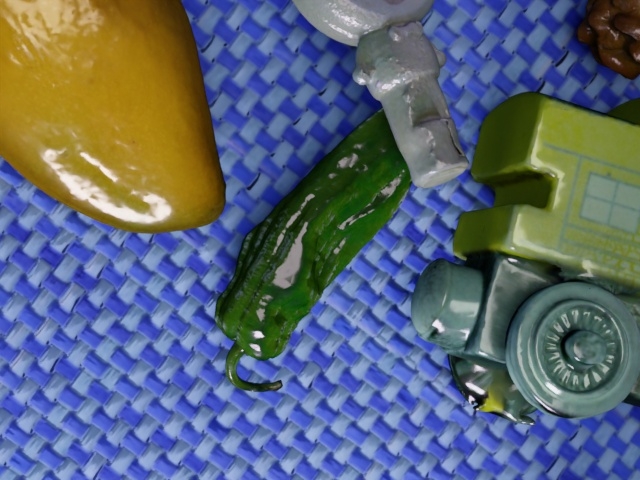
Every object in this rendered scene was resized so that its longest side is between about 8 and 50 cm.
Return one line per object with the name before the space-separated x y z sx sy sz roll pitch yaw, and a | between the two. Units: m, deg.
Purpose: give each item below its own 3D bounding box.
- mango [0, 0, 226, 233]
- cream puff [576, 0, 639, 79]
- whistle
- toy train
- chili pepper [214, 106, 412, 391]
mango | -0.176 -0.130 1.258 0.176 0.119 0.317 -36 110 -10
cream puff | 0.267 -0.173 1.354 0.122 0.116 0.094 -33 108 18
whistle | 0.046 -0.163 1.300 0.126 0.067 0.258 -15 78 -31
toy train | 0.294 0.037 1.352 0.442 0.179 0.272 16 83 -14
chili pepper | -0.002 -0.002 1.323 0.074 0.100 0.257 39 87 26
